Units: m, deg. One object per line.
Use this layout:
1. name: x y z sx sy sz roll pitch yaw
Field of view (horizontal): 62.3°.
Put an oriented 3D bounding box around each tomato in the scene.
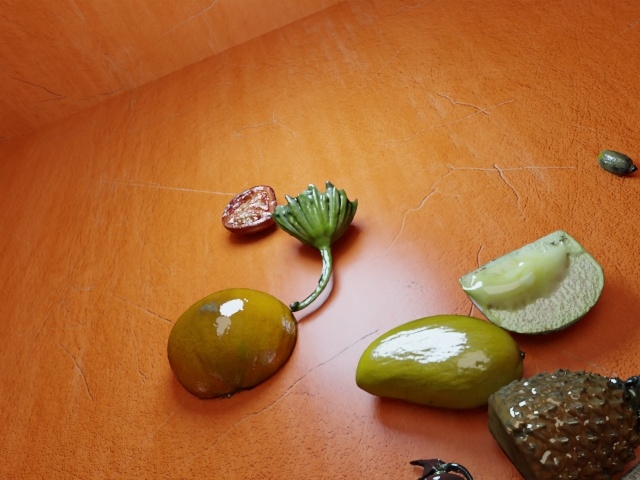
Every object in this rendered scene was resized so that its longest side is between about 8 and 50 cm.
1. tomato: -0.209 -0.079 1.611 0.174 0.082 0.167 -17 49 3

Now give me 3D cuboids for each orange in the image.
1. orange: -0.220 0.244 1.318 0.309 0.274 0.274 5 44 -13

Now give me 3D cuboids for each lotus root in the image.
1. lotus root: 0.735 -0.192 1.315 0.049 0.054 0.099 -30 44 -18

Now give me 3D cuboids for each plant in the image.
1. plant: 0.005 0.017 1.439 0.250 0.180 0.334 -14 74 2

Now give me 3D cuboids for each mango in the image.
1. mango: 0.241 0.240 1.080 0.331 0.142 0.195 0 45 27

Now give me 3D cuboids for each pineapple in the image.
1. pineapple: 0.472 0.291 0.901 0.361 0.202 0.202 -21 44 -6

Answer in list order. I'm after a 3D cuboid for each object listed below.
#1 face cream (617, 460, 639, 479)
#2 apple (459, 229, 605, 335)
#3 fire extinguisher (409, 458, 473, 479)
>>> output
1. face cream: 0.550 0.385 0.851 0.269 0.082 0.082 -35 45 -9
2. apple: 0.455 0.113 1.121 0.264 0.120 0.193 -27 57 2
3. fire extinguisher: 0.213 0.514 0.872 0.141 0.105 0.341 -34 33 23
